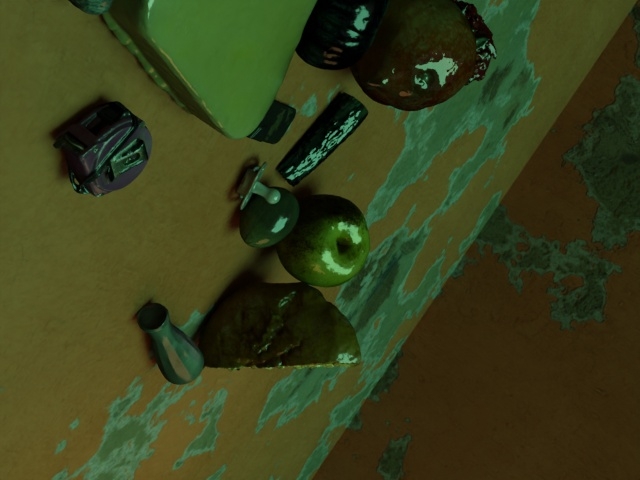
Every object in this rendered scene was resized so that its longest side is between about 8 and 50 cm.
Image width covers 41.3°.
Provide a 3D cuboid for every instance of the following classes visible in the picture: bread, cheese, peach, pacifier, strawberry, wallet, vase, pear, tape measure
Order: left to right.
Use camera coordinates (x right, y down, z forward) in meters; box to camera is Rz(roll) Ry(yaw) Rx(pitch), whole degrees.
[{"bbox_3d":[-0.288,-0.119,1.142,0.125,0.074,0.118,-44,157,-21],"label":"tape measure"},{"bbox_3d":[-0.285,0.191,1.595,0.086,0.086,0.214,-47,152,-20],"label":"vase"},{"bbox_3d":[-0.140,-0.317,1.125,0.384,0.104,0.383,-44,155,-26],"label":"cheese"},{"bbox_3d":[-0.108,-0.094,1.553,0.099,0.078,0.081,-63,179,16],"label":"pacifier"},{"bbox_3d":[-0.096,-0.211,1.486,0.082,0.018,0.157,-59,159,9],"label":"wallet"},{"bbox_3d":[-0.081,0.182,1.780,0.194,0.340,0.178,44,43,-74],"label":"bread"},{"bbox_3d":[0.000,0.000,1.776,0.197,0.197,0.197,-44,156,-26],"label":"pear"},{"bbox_3d":[0.156,-0.339,1.552,0.256,0.233,0.232,-53,161,-35],"label":"peach"},{"bbox_3d":[0.266,-0.414,1.760,0.201,0.187,0.184,-74,163,-68],"label":"strawberry"}]

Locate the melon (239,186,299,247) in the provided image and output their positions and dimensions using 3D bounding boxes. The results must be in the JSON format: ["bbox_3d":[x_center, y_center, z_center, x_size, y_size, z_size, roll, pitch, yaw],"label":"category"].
[{"bbox_3d":[-0.099,-0.044,1.613,0.131,0.098,0.098,-45,156,-14],"label":"melon"}]

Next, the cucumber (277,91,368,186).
[{"bbox_3d":[0.008,-0.189,1.671,0.211,0.062,0.078,-51,159,-10],"label":"cucumber"}]

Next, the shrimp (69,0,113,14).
[{"bbox_3d":[-0.253,-0.346,0.898,0.090,0.079,0.232,-43,151,-38],"label":"shrimp"}]

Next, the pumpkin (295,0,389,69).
[{"bbox_3d":[0.025,-0.363,1.327,0.202,0.140,0.201,-161,-90,-80],"label":"pumpkin"}]
